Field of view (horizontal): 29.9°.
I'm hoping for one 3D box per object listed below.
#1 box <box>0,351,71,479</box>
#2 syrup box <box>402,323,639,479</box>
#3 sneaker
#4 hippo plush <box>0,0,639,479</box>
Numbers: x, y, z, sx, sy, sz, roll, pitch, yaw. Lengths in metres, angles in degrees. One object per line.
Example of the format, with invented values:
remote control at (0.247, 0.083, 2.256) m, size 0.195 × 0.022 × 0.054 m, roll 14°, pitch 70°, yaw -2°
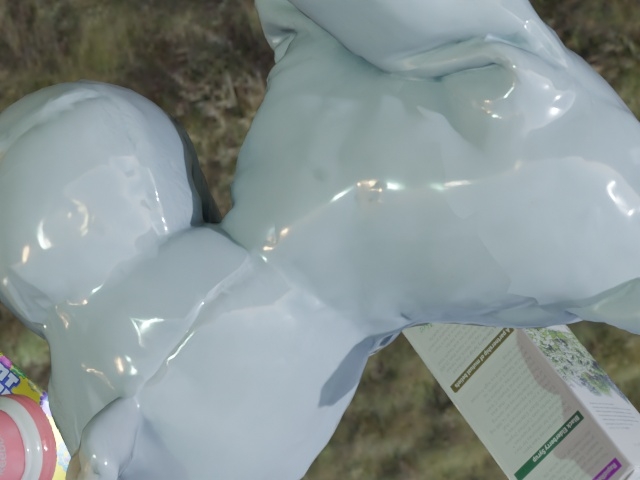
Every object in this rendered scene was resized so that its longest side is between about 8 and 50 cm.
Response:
box at (-0.441, 0.252, 1.325) m, size 0.177 × 0.290 × 0.279 m, roll -9°, pitch -142°, yaw 55°
syrup box at (0.178, 0.128, 0.992) m, size 0.093 × 0.237 × 0.096 m, roll 12°, pitch 126°, yaw -49°
sneaker at (-0.382, 0.190, 1.017) m, size 0.313 × 0.116 × 0.136 m, roll -15°, pitch 172°, yaw 24°
hippo plush at (0.000, 0.000, 0.478) m, size 0.236 × 0.294 × 0.234 m, roll -38°, pitch 171°, yaw 6°
